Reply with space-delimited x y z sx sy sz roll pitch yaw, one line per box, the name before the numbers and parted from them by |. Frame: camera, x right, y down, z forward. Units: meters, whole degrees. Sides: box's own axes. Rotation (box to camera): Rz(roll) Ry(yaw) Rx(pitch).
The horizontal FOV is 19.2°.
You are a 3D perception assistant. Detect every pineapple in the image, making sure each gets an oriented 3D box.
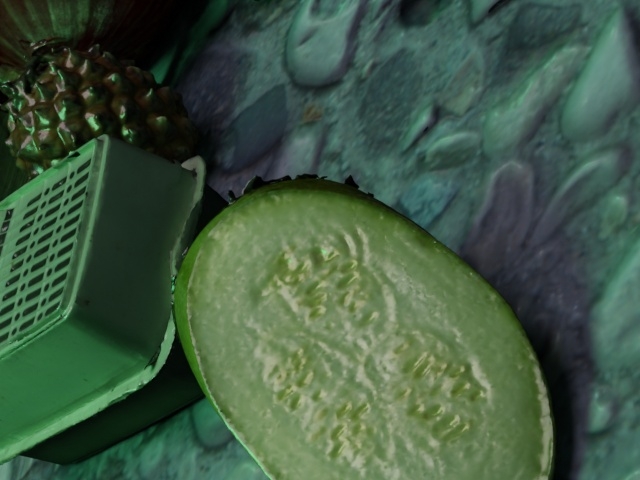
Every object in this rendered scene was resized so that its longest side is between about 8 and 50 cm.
pineapple | -0.212 -0.099 1.702 0.166 0.193 0.166 -52 13 18

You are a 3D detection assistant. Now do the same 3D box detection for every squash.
squash | 0.024 0.074 1.190 0.189 0.189 0.260 -58 24 5

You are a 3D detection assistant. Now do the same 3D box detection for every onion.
onion | -0.272 -0.288 1.855 0.341 0.341 0.341 -38 36 34

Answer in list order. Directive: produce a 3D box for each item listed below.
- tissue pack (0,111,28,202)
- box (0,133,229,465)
tissue pack | -0.431 -0.071 2.047 0.271 0.134 0.192 -11 59 43
box | -0.201 0.059 1.579 0.290 0.166 0.220 -29 41 44
